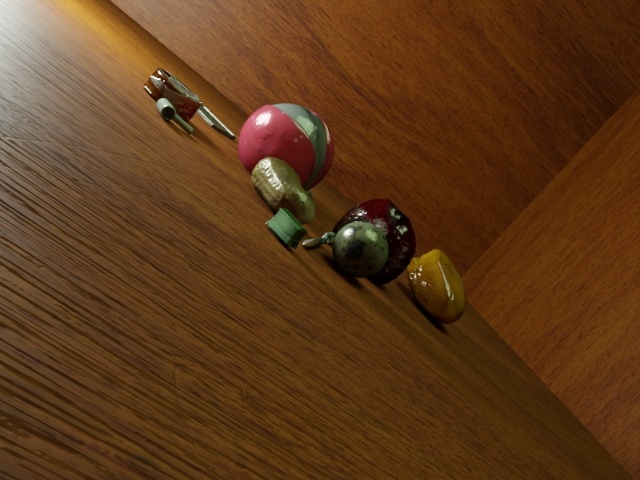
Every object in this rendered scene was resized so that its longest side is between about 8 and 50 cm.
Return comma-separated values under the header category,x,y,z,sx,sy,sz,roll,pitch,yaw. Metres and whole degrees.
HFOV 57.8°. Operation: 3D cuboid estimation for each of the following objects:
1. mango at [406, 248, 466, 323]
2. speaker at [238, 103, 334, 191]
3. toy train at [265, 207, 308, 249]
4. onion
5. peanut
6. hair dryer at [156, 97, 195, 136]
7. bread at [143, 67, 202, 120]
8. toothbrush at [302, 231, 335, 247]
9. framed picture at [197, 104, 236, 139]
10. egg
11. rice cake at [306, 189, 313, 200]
category,x,y,z,sx,sy,sz,roll,pitch,yaw
mango,0.396,0.157,1.959,0.199,0.201,0.350,8,27,-14
speaker,-0.109,-0.281,1.767,0.294,0.294,0.294,40,9,-7
toy train,-0.071,-0.026,1.233,0.093,0.056,0.038,46,12,34
onion,0.185,0.002,1.707,0.216,0.206,0.207,31,12,-51
peanut,-0.090,-0.124,1.475,0.236,0.110,0.120,49,-2,34
hair dryer,-0.359,-0.305,1.469,0.124,0.038,0.063,41,6,-41
bread,-0.410,-0.408,1.622,0.160,0.073,0.160,40,8,-7
toothbrush,0.000,0.000,1.507,0.375,0.028,0.037,-10,93,-78
framed picture,-0.395,-0.435,2.022,0.203,0.015,0.150,45,10,22
egg,0.101,0.025,1.456,0.141,0.141,0.182,43,-2,12
rice cake,-0.070,-0.183,2.033,0.052,0.057,0.256,36,10,-23
